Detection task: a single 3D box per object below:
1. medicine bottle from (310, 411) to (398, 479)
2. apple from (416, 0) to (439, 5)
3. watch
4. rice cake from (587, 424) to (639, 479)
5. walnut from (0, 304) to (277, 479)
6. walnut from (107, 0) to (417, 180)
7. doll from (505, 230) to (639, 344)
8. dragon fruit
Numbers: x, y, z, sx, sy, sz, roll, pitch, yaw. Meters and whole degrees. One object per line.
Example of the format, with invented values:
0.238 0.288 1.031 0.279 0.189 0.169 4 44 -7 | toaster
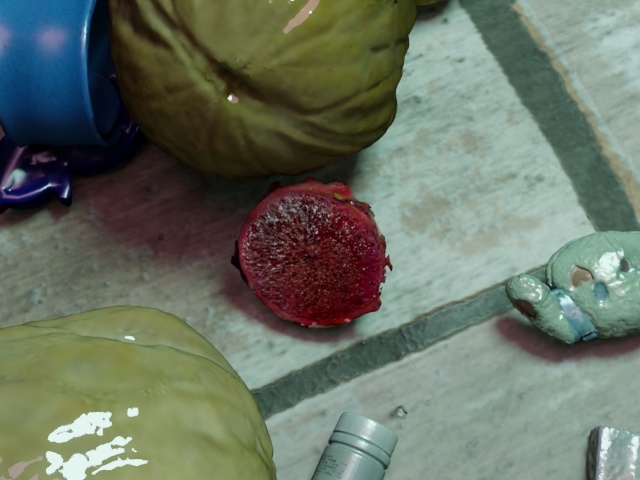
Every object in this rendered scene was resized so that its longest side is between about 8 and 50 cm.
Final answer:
0.026 0.205 0.939 0.058 0.058 0.091 21 68 13 | medicine bottle
0.099 -0.320 1.134 0.146 0.146 0.131 3 88 6 | apple
-0.259 -0.157 1.055 0.171 0.200 0.196 -6 61 -2 | watch
0.267 0.304 0.879 0.106 0.050 0.298 8 66 8 | rice cake
-0.207 0.220 0.789 0.381 0.381 0.381 -2 65 4 | walnut
-0.051 -0.207 1.006 0.333 0.333 0.333 -2 65 4 | walnut
0.277 0.040 0.992 0.214 0.071 0.103 -12 77 -10 | doll
0.000 0.000 1.023 0.153 0.153 0.111 15 24 11 | dragon fruit
